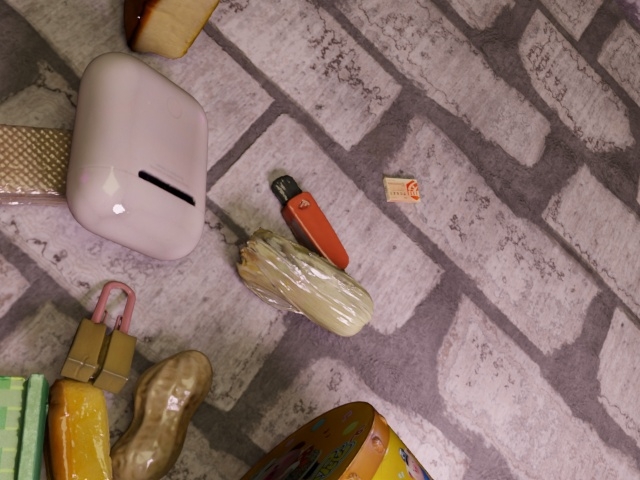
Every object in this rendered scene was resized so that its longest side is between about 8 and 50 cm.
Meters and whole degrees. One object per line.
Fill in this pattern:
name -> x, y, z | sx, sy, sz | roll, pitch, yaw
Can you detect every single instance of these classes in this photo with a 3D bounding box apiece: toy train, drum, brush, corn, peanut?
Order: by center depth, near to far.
toy train -> -0.518, 0.334, 1.156 | 0.202, 0.120, 0.301 | 6, 67, -21
drum -> -0.008, 0.472, 1.241 | 0.214, 0.431, 0.431 | 52, 54, -4
peanut -> -0.277, 0.302, 1.326 | 0.125, 0.111, 0.275 | 42, 53, -29
brush -> -0.367, 0.152, 1.340 | 0.103, 0.047, 0.233 | 24, 32, -17
corn -> -0.032, 0.085, 1.557 | 0.305, 0.123, 0.122 | 31, 61, -15
brush -> 0.000, 0.000, 1.654 | 0.070, 0.051, 0.323 | -33, 90, -38

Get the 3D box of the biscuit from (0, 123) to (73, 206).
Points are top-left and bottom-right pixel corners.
biscuit -> -0.611, -0.129, 1.319 | 0.425, 0.078, 0.144 | 1, 72, -30

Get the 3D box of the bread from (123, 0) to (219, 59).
bread -> -0.283, -0.574, 1.545 | 0.143, 0.323, 0.333 | 10, 65, -27

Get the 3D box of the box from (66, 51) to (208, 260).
box -> -0.324, -0.151, 1.421 | 0.288, 0.141, 0.349 | 32, 52, -53

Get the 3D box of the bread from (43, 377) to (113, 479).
bread -> -0.397, 0.343, 1.251 | 0.094, 0.102, 0.246 | 2, 72, -38

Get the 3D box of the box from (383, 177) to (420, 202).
box -> 0.193, -0.118, 1.841 | 0.093, 0.015, 0.058 | 1, 69, -30
